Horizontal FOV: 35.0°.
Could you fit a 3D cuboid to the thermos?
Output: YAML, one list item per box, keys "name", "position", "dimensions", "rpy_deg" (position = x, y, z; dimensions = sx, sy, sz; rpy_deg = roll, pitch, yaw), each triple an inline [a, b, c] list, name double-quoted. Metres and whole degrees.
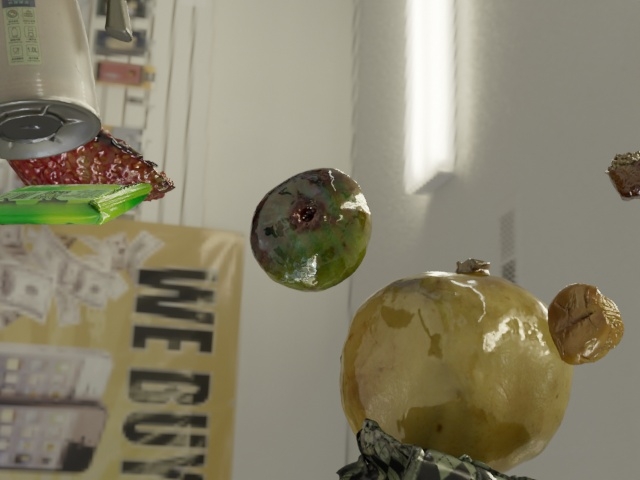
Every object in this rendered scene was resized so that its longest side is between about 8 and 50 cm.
- name: "thermos"
  position: [-0.216, -0.173, 0.778]
  dimensions: [0.105, 0.137, 0.193]
  rpy_deg: [74, 5, -73]

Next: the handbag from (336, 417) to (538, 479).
- name: "handbag"
  position: [0.226, 0.346, 1.186]
  dimensions: [0.180, 0.416, 0.317]
  rpy_deg: [-66, -169, -5]

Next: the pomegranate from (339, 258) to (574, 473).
- name: "pomegranate"
  position: [0.188, 0.180, 1.430]
  dimensions: [0.332, 0.333, 0.332]
  rpy_deg: [-174, -90, -76]

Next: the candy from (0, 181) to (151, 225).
- name: "candy"
  position: [-0.274, -0.037, 1.047]
  dimensions: [0.102, 0.178, 0.032]
  rpy_deg: [-35, 121, -63]

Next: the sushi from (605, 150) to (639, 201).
- name: "sushi"
  position: [0.338, -0.070, 1.098]
  dimensions: [0.120, 0.052, 0.055]
  rpy_deg: [1, 72, -69]

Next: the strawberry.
- name: "strawberry"
  position: [-0.369, -0.119, 1.501]
  dimensions: [0.306, 0.233, 0.137]
  rpy_deg: [30, -99, 36]

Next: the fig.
- name: "fig"
  position: [0.000, 0.000, 1.228]
  dimensions: [0.245, 0.149, 0.149]
  rpy_deg: [55, 36, -74]

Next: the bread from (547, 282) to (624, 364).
- name: "bread"
  position: [0.266, 0.085, 1.026]
  dimensions: [0.081, 0.046, 0.083]
  rpy_deg: [-13, -112, 56]
